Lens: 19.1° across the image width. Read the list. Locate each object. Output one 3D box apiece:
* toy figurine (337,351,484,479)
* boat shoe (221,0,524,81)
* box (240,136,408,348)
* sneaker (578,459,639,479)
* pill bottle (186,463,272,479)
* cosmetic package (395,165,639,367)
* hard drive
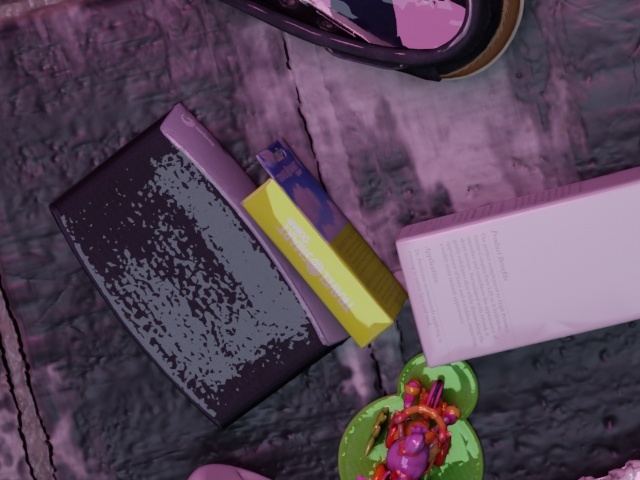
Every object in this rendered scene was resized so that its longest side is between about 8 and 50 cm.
[{"bbox_3d":[0.076,0.190,1.602,0.130,0.159,0.173,22,102,4],"label":"toy figurine"},{"bbox_3d":[-0.065,-0.282,1.539,0.500,0.156,0.187,30,105,3],"label":"boat shoe"},{"bbox_3d":[0.000,0.000,1.603,0.042,0.109,0.178,-39,93,15],"label":"box"},{"bbox_3d":[0.283,0.190,1.605,0.292,0.108,0.169,-2,99,-1],"label":"sneaker"},{"bbox_3d":[-0.111,0.351,1.658,0.161,0.161,0.283,32,103,2],"label":"pill bottle"},{"bbox_3d":[0.188,0.020,1.593,0.231,0.085,0.117,-13,99,9],"label":"cosmetic package"},{"bbox_3d":[-0.108,0.028,1.652,0.172,0.054,0.255,-36,93,13],"label":"hard drive"}]
